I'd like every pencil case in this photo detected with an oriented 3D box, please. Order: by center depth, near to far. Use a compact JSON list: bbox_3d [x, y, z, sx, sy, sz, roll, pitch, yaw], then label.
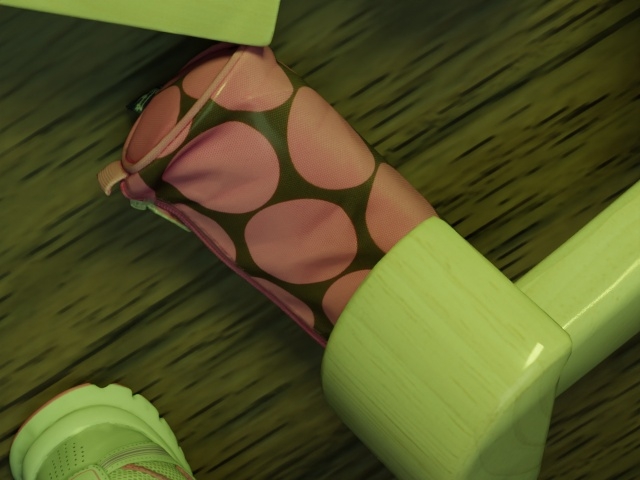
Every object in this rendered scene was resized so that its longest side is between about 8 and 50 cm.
[{"bbox_3d":[0.000,0.000,0.715,0.209,0.095,0.098,42,89,-20],"label":"pencil case"}]

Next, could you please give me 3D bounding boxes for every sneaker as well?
[{"bbox_3d":[-0.059,0.190,0.757,0.103,0.111,0.252,-42,109,6],"label":"sneaker"}]

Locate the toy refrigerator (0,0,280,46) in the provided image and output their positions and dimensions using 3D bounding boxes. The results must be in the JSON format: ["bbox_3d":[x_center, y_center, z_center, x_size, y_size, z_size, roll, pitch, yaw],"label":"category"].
[{"bbox_3d":[-0.147,-0.163,0.640,0.269,0.094,0.102,7,114,-11],"label":"toy refrigerator"}]

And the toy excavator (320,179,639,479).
[{"bbox_3d":[0.229,-0.104,0.623,0.433,0.222,0.445,-22,145,-40],"label":"toy excavator"}]
